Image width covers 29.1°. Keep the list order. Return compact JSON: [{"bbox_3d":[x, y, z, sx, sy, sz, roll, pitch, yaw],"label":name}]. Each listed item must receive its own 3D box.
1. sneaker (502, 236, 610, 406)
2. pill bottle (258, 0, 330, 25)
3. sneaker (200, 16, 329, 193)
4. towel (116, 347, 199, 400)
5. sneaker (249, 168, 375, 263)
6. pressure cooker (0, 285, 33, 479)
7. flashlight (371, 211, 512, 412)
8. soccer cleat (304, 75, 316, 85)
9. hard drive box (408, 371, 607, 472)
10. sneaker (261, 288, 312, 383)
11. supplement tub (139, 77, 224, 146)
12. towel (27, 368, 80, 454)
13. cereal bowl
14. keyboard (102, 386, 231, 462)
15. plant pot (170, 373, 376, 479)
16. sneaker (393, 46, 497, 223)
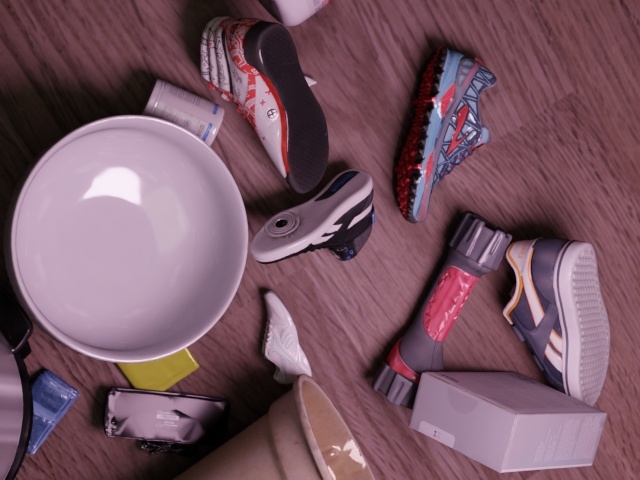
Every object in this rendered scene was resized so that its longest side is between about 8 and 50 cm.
[{"bbox_3d":[0.362,0.121,1.891,0.126,0.127,0.321,-47,135,-37],"label":"sneaker"},{"bbox_3d":[0.053,-0.494,1.664,0.408,0.229,0.229,-37,104,-2],"label":"pill bottle"},{"bbox_3d":[-0.083,-0.198,1.754,0.090,0.145,0.270,-42,131,-29],"label":"sneaker"},{"bbox_3d":[-0.284,0.119,1.814,0.102,0.021,0.237,-34,105,1],"label":"towel"},{"bbox_3d":[0.000,0.000,1.787,0.217,0.079,0.121,-35,136,-22],"label":"sneaker"},{"bbox_3d":[-0.581,0.225,1.587,0.370,0.420,0.375,0,81,12],"label":"pressure cooker"},{"bbox_3d":[0.187,0.111,1.854,0.103,0.103,0.304,31,99,19],"label":"flashlight"},{"bbox_3d":[-0.029,-0.200,1.802,0.036,0.029,0.083,14,92,-8],"label":"soccer cleat"},{"bbox_3d":[0.277,0.262,1.815,0.232,0.181,0.089,8,100,-44],"label":"hard drive box"},{"bbox_3d":[-0.062,0.147,1.843,0.061,0.054,0.152,-20,103,-4],"label":"sneaker"},{"bbox_3d":[-0.197,-0.179,1.752,0.107,0.071,0.071,24,94,-13],"label":"supplement tub"},{"bbox_3d":[-0.414,0.251,1.805,0.067,0.029,0.119,38,91,-14],"label":"towel"},{"bbox_3d":[-0.278,-0.001,1.708,0.339,0.141,0.339,1,88,-27],"label":"cereal bowl"},{"bbox_3d":[-0.234,0.275,1.846,0.192,0.038,0.100,9,87,-19],"label":"keyboard"},{"bbox_3d":[-0.083,0.408,1.769,0.305,0.334,0.334,-28,104,6],"label":"plant pot"},{"bbox_3d":[0.192,-0.145,1.817,0.125,0.104,0.262,14,97,-15],"label":"sneaker"}]
